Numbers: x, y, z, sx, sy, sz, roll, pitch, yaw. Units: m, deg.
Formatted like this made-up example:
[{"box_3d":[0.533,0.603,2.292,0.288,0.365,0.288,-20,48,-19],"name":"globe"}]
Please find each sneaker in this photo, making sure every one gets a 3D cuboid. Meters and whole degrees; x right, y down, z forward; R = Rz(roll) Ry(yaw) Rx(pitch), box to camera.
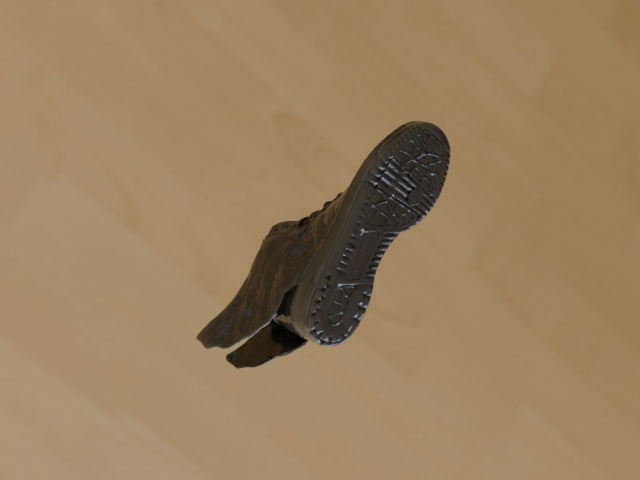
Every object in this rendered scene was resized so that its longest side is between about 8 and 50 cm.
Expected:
[{"box_3d":[0.002,0.001,1.112,0.051,0.089,0.170,36,79,-33],"name":"sneaker"}]
